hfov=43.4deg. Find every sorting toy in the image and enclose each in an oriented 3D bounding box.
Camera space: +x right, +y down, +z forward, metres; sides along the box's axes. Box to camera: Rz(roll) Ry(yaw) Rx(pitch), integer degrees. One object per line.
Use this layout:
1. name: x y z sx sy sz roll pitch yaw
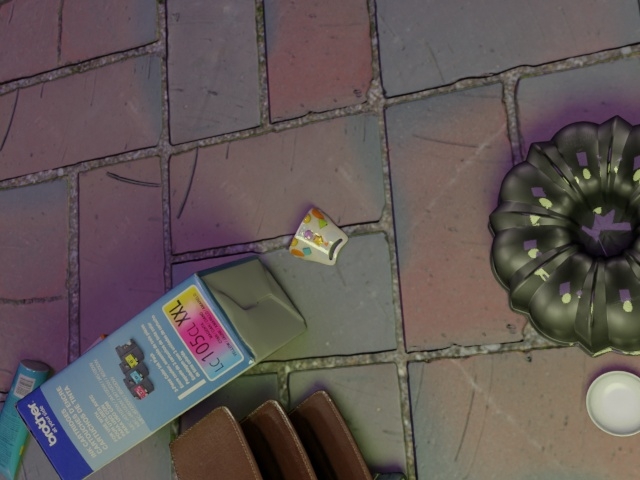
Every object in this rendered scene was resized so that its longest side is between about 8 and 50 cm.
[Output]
1. sorting toy: 0.000 0.000 1.255 0.075 0.045 0.083 28 92 6

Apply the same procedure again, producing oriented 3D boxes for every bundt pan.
1. bundt pan: 0.371 -0.013 1.050 0.330 0.124 0.331 -4 79 22

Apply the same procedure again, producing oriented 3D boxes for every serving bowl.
1. serving bowl: 0.391 0.213 1.049 0.083 0.027 0.083 -4 78 22

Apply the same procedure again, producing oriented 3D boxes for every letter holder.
1. letter holder: -0.047 0.362 1.086 0.214 0.152 0.302 -39 52 19

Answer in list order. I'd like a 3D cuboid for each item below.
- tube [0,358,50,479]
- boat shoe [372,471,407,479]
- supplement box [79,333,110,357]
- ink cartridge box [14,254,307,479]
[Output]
1. tube: -0.537 0.314 1.416 0.080 0.052 0.207 24 95 30
2. boat shoe: 0.102 0.447 1.095 0.079 0.095 0.255 -17 64 31
3. supplement box: -0.379 0.215 1.370 0.098 0.036 0.062 -43 68 9
4. ink cartridge box: -0.243 0.197 1.175 0.395 0.270 0.151 -37 85 13
